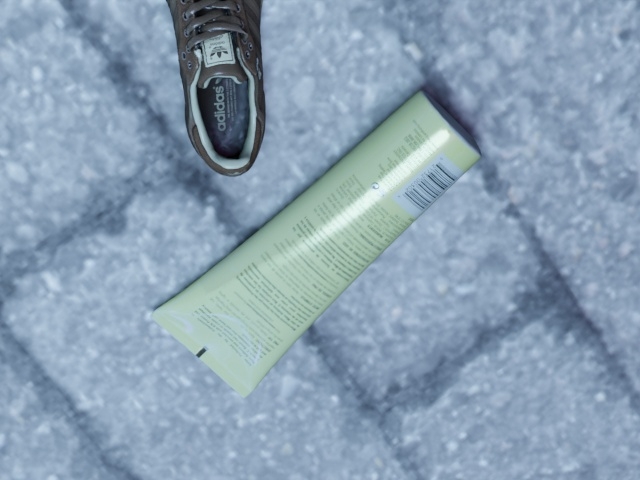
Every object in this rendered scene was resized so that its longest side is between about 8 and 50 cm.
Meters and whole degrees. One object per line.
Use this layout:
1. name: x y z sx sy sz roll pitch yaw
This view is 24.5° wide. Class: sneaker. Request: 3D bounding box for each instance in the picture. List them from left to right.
1. sneaker: -0.060 -0.131 0.914 0.066 0.071 0.188 -12 112 -8

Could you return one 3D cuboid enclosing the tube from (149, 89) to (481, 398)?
1. tube: 0.000 0.000 0.989 0.240 0.062 0.070 -44 69 11
